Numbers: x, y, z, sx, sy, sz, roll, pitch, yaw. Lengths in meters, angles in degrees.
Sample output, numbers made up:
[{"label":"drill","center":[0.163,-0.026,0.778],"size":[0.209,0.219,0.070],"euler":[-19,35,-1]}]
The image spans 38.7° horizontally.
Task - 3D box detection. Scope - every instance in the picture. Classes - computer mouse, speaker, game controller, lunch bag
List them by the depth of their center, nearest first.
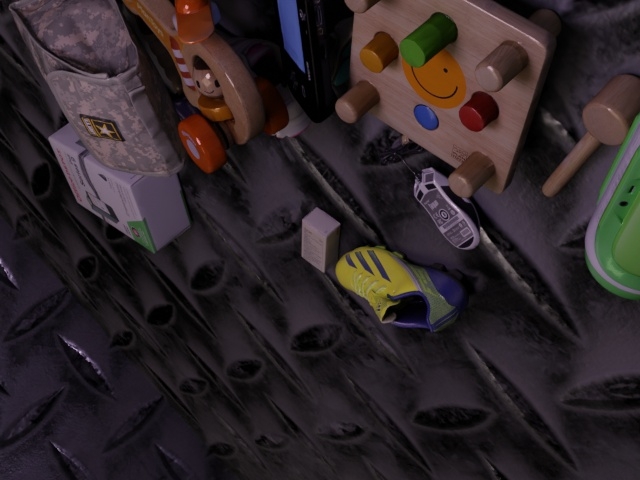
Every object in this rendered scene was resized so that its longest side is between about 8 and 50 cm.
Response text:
[{"label":"speaker","center":[0.370,-0.058,0.946],"size":[0.131,0.131,0.296],"euler":[37,151,19]},{"label":"game controller","center":[-0.031,-0.311,1.158],"size":[0.166,0.067,0.319],"euler":[-107,7,-55]},{"label":"computer mouse","center":[0.169,-0.071,1.309],"size":[0.193,0.042,0.106],"euler":[53,148,1]},{"label":"lunch bag","center":[-0.334,-0.246,1.435],"size":[0.287,0.169,0.235],"euler":[48,166,34]}]

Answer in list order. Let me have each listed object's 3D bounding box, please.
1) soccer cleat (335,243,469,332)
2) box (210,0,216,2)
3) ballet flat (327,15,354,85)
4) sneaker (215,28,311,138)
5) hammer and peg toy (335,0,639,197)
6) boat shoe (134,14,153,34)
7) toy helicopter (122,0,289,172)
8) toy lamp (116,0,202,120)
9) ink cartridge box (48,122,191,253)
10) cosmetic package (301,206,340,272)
[{"label":"soccer cleat","center":[0.111,0.081,1.501],"size":[0.289,0.121,0.093],"euler":[13,138,47]},{"label":"box","center":[-0.175,-0.428,1.266],"size":[0.170,0.091,0.130],"euler":[51,153,-8]},{"label":"ballet flat","center":[0.031,-0.267,1.229],"size":[0.052,0.057,0.168],"euler":[54,153,8]},{"label":"sneaker","center":[-0.112,-0.270,1.393],"size":[0.252,0.103,0.111],"euler":[33,146,12]},{"label":"hammer and peg toy","center":[0.180,-0.166,1.068],"size":[0.361,0.127,0.266],"euler":[36,151,20]},{"label":"boat shoe","center":[-0.274,-0.392,1.446],"size":[0.049,0.056,0.152],"euler":[60,156,24]},{"label":"toy helicopter","center":[-0.192,-0.282,1.256],"size":[0.355,0.140,0.235],"euler":[50,162,22]},{"label":"toy lamp","center":[-0.268,-0.318,1.565],"size":[0.080,0.080,0.274],"euler":[4,128,53]},{"label":"ink cartridge box","center":[-0.439,-0.131,2.003],"size":[0.289,0.121,0.211],"euler":[29,147,32]},{"label":"cosmetic package","center":[0.000,0.000,1.640],"size":[0.060,0.041,0.115],"euler":[37,151,20]}]
